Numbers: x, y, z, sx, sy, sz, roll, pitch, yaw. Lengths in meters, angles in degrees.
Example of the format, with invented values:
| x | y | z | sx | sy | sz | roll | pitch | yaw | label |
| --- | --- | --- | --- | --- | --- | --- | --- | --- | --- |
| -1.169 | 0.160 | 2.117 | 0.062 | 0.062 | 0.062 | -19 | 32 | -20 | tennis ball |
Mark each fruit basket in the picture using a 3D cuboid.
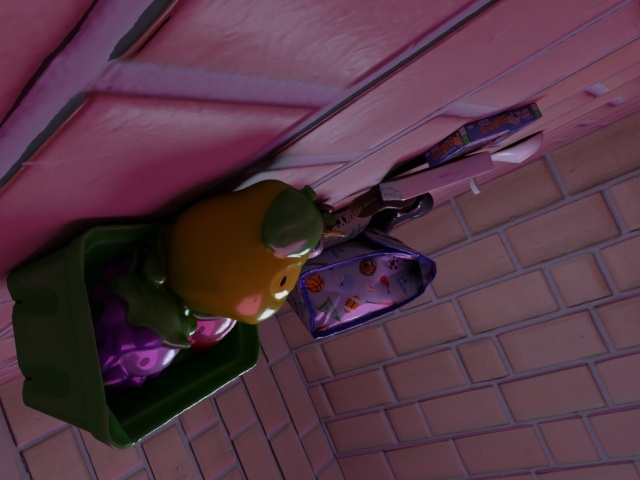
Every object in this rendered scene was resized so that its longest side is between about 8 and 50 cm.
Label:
| x | y | z | sx | sy | sz | roll | pitch | yaw | label |
| --- | --- | --- | --- | --- | --- | --- | --- | --- | --- |
| -0.156 | 0.075 | 0.694 | 0.392 | 0.282 | 0.392 | -7 | -178 | 0 | fruit basket |

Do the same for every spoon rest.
| x | y | z | sx | sy | sz | roll | pitch | yaw | label |
| --- | --- | --- | --- | --- | --- | --- | --- | --- | --- |
| 0.584 | -0.261 | 1.643 | 0.276 | 0.084 | 0.137 | -37 | 177 | 0 | spoon rest |

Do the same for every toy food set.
| x | y | z | sx | sy | sz | roll | pitch | yaw | label |
| --- | --- | --- | --- | --- | --- | --- | --- | --- | --- |
| -0.020 | -0.045 | 1.105 | 0.128 | 0.071 | 0.218 | 0 | 180 | 15 | toy food set |

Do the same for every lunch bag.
| x | y | z | sx | sy | sz | roll | pitch | yaw | label |
| --- | --- | --- | --- | --- | --- | --- | --- | --- | --- |
| 0.096 | 0.082 | 1.503 | 0.386 | 0.238 | 0.328 | -14 | -163 | -12 | lunch bag |

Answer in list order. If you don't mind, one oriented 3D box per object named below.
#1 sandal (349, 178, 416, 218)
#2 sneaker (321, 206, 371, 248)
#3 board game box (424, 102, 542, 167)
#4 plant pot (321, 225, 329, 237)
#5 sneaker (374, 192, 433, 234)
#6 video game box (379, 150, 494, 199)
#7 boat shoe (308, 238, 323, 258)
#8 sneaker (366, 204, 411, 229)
| x | y | z | sx | sy | sz | roll | pitch | yaw | label |
| --- | --- | --- | --- | --- | --- | --- | --- | --- | --- |
| 0.147 | -0.101 | 1.254 | 0.180 | 0.072 | 0.049 | -21 | -169 | -15 | sandal |
| 0.034 | -0.033 | 1.375 | 0.237 | 0.085 | 0.086 | -27 | 166 | -7 | sneaker |
| 0.326 | -0.211 | 1.044 | 0.201 | 0.035 | 0.136 | -21 | 175 | -27 | board game box |
| -0.043 | -0.034 | 0.933 | 0.081 | 0.083 | 0.081 | -24 | 176 | 9 | plant pot |
| 0.223 | -0.089 | 1.683 | 0.286 | 0.109 | 0.130 | -32 | 164 | 14 | sneaker |
| 0.245 | -0.139 | 1.139 | 0.205 | 0.048 | 0.187 | -19 | -172 | -4 | video game box |
| -0.109 | 0.019 | 1.294 | 0.229 | 0.080 | 0.076 | -9 | 146 | 20 | boat shoe |
| 0.177 | -0.100 | 1.500 | 0.209 | 0.069 | 0.082 | -28 | -155 | -20 | sneaker |
